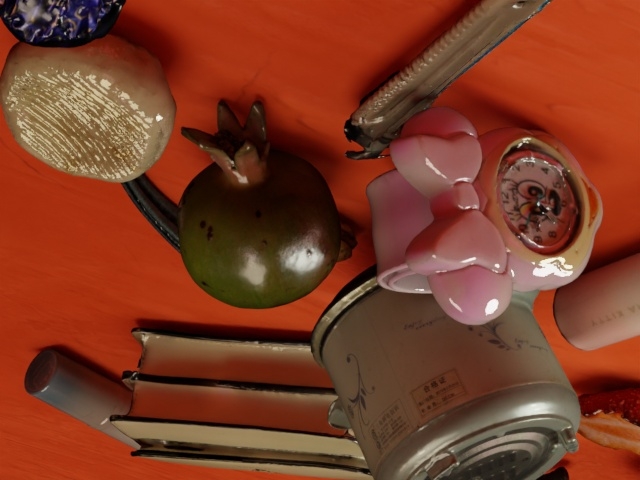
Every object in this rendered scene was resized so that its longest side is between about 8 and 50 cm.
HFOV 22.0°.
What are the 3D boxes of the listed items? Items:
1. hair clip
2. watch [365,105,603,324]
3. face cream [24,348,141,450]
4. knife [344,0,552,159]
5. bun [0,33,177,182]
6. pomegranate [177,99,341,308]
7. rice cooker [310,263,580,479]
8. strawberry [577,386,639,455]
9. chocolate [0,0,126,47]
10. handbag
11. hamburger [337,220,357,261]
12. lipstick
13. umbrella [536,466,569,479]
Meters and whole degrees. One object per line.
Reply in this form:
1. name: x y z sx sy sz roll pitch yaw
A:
1. hair clip: -0.174 -0.026 1.905 0.083 0.048 0.275 -3 148 36
2. watch: 0.135 -0.006 1.637 0.248 0.211 0.217 1 165 -34
3. face cream: -0.323 0.245 2.448 0.077 0.077 0.250 -14 144 41
4. knife: 0.119 -0.169 1.520 0.089 0.043 0.365 -12 163 -31
5. bun: -0.227 -0.146 1.637 0.183 0.102 0.183 11 135 11
6. pomegranate: -0.071 -0.037 1.722 0.181 0.181 0.224 3 132 18
7. rice cooker: 0.137 0.146 1.848 0.316 0.317 0.264 -13 163 40
8. strawberry: 0.399 0.232 2.124 0.187 0.082 0.146 9 148 20
9. chocolate: -0.185 -0.293 1.337 0.148 0.126 0.343 -20 163 -28
10. handbag: -0.080 0.239 2.254 0.358 0.160 0.237 3 159 17
11. hamburger: 0.000 0.000 1.882 0.083 0.044 0.076 -15 141 38
12. lipstick: 0.388 0.040 1.749 0.087 0.087 0.327 27 150 -26
13. umbrella: 0.280 0.381 2.470 0.071 0.071 0.248 32 148 -33
